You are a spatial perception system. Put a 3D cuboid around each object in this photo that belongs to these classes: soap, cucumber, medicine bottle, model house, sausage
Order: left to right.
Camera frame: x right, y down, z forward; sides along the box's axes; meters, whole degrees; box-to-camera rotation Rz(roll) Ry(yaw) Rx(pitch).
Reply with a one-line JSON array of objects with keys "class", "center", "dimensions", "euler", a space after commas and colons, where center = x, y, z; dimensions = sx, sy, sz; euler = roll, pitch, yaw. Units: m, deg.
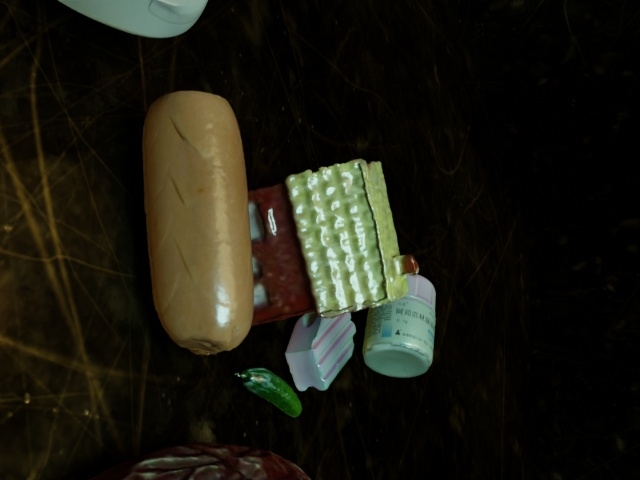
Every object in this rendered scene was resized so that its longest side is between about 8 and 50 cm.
[{"class": "sausage", "center": [-0.141, -0.019, 0.718], "dimensions": [0.121, 0.121, 0.303], "euler": [10, 71, -60]}, {"class": "cucumber", "center": [-0.065, 0.209, 0.861], "dimensions": [0.168, 0.039, 0.039], "euler": [50, 39, -45]}, {"class": "model house", "center": [0.000, 0.000, 0.834], "dimensions": [0.160, 0.254, 0.195], "euler": [-14, 93, -65]}, {"class": "soap", "center": [0.003, 0.160, 0.985], "dimensions": [0.149, 0.056, 0.100], "euler": [-40, 117, -58]}, {"class": "medicine bottle", "center": [0.154, 0.160, 1.183], "dimensions": [0.135, 0.135, 0.168], "euler": [52, 37, -40]}]

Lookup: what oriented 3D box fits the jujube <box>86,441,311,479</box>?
[{"class": "jujube", "center": [-0.135, 0.301, 0.551], "dimensions": [0.342, 0.217, 0.216], "euler": [17, 65, -52]}]

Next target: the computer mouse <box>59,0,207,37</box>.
[{"class": "computer mouse", "center": [-0.250, -0.332, 0.640], "dimensions": [0.297, 0.121, 0.184], "euler": [17, 76, -42]}]
